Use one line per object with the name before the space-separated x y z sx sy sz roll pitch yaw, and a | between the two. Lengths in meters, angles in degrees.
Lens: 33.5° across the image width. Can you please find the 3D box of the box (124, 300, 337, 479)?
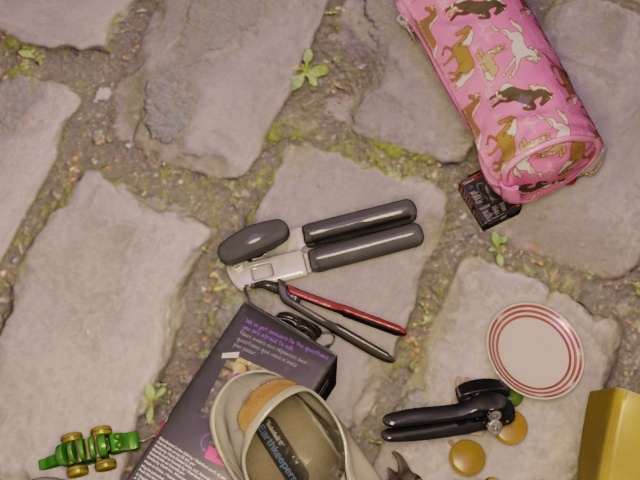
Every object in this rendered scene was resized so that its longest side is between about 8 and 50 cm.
box | -0.106 0.239 1.347 0.143 0.165 0.270 30 72 10

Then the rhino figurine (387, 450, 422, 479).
rhino figurine | 0.082 0.385 1.339 0.106 0.073 0.243 7 67 0

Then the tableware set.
tableware set | 0.222 0.258 1.415 0.104 0.024 0.154 6 68 0

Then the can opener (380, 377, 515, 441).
can opener | 0.167 0.232 1.381 0.186 0.059 0.073 -13 26 -14

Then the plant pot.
plant pot | 0.421 0.307 1.305 0.212 0.212 0.187 19 83 8

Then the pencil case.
pencil case | 0.249 -0.241 1.521 0.160 0.167 0.386 4 53 -45

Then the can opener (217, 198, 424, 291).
can opener | 0.000 0.000 1.476 0.283 0.095 0.076 -15 70 2

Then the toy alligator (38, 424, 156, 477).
toy alligator | -0.280 0.270 1.398 0.189 0.051 0.056 -12 69 -4

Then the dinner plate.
dinner plate | 0.290 0.151 1.445 0.141 0.017 0.141 6 60 -10

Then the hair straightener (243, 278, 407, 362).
hair straightener | -0.003 0.119 1.450 0.230 0.047 0.089 23 78 1

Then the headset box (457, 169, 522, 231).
headset box | 0.242 -0.065 1.533 0.062 0.032 0.083 -26 70 -10

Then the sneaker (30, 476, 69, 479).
sneaker | -0.263 0.375 1.328 0.271 0.108 0.100 22 69 7

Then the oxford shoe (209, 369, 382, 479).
oxford shoe | 0.037 0.337 1.209 0.169 0.130 0.449 -39 97 -22

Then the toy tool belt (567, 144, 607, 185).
toy tool belt | 0.378 -0.112 1.549 0.052 0.051 0.083 40 86 -2
